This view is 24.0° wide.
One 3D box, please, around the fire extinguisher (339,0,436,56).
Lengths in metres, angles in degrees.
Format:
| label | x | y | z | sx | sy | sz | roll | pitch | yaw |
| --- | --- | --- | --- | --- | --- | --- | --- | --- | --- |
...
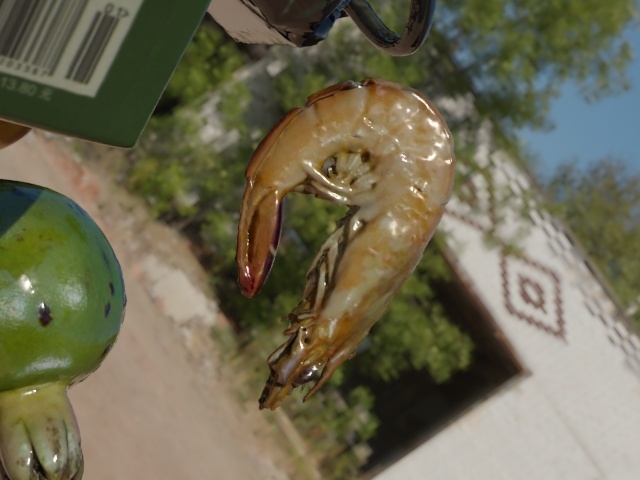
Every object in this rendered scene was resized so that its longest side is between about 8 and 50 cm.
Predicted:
| label | x | y | z | sx | sy | sz | roll | pitch | yaw |
| --- | --- | --- | --- | --- | --- | --- | --- | --- | --- |
| fire extinguisher | 0.020 | -0.278 | 1.045 | 0.200 | 0.113 | 0.376 | -96 | -173 | -48 |

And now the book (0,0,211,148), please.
| label | x | y | z | sx | sy | sz | roll | pitch | yaw |
| --- | --- | --- | --- | --- | --- | --- | --- | --- | --- |
| book | -0.069 | -0.156 | 0.329 | 0.202 | 0.264 | 0.027 | 15 | 25 | -37 |

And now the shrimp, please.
| label | x | y | z | sx | sy | sz | roll | pitch | yaw |
| --- | --- | --- | --- | --- | --- | --- | --- | --- | --- |
| shrimp | 0.001 | 0.001 | 0.998 | 0.133 | 0.236 | 0.053 | 26 | 4 | -20 |

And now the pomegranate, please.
| label | x | y | z | sx | sy | sz | roll | pitch | yaw |
| --- | --- | --- | --- | --- | --- | --- | --- | --- | --- |
| pomegranate | -0.228 | 0.068 | 1.084 | 0.202 | 0.202 | 0.248 | 58 | 13 | -73 |

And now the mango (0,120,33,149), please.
| label | x | y | z | sx | sy | sz | roll | pitch | yaw |
| --- | --- | --- | --- | --- | --- | --- | --- | --- | --- |
| mango | -0.322 | -0.212 | 1.485 | 0.113 | 0.138 | 0.253 | 154 | -67 | -69 |

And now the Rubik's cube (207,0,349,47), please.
| label | x | y | z | sx | sy | sz | roll | pitch | yaw |
| --- | --- | --- | --- | --- | --- | --- | --- | --- | --- |
| Rubik's cube | -0.025 | -0.270 | 0.802 | 0.246 | 0.250 | 0.248 | 45 | -4 | -13 |
